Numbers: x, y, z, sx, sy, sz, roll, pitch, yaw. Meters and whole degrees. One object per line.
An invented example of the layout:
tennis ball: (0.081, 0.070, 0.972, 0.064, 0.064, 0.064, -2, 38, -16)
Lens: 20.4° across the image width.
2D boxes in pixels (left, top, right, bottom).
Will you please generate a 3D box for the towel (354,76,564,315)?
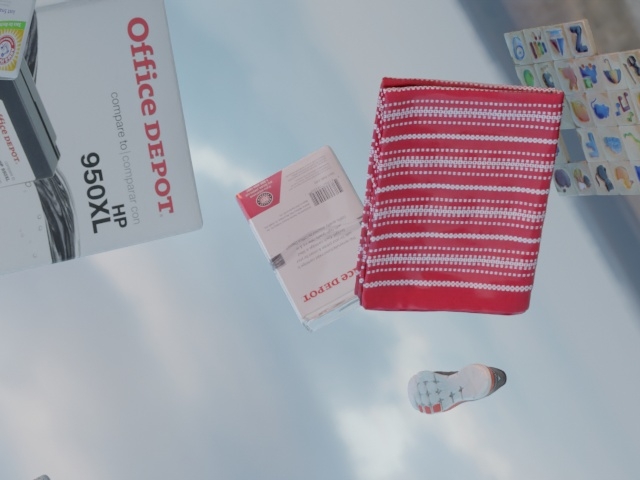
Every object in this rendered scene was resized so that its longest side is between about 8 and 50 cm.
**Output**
towel: (0.146, -0.041, 1.905, 0.031, 0.199, 0.274, -94, 9, -60)

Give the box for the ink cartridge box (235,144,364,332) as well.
ink cartridge box: (0.000, 0.000, 2.557, 0.217, 0.159, 0.092, 62, -179, 15)

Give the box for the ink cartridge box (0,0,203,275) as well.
ink cartridge box: (-0.353, -0.118, 1.975, 0.166, 0.395, 0.285, -146, 45, -67)

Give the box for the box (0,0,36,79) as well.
box: (-0.319, -0.256, 1.586, 0.114, 0.203, 0.103, 22, -168, 31)

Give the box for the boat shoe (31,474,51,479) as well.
boat shoe: (-0.385, 0.326, 2.088, 0.063, 0.184, 0.066, 56, 150, 19)

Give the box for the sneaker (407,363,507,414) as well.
sneaker: (0.187, 0.201, 2.407, 0.065, 0.158, 0.061, 1, -100, -44)

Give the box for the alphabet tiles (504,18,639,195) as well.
alphabet tiles: (0.293, -0.141, 1.918, 0.237, 0.009, 0.198, 2, 114, 64)
